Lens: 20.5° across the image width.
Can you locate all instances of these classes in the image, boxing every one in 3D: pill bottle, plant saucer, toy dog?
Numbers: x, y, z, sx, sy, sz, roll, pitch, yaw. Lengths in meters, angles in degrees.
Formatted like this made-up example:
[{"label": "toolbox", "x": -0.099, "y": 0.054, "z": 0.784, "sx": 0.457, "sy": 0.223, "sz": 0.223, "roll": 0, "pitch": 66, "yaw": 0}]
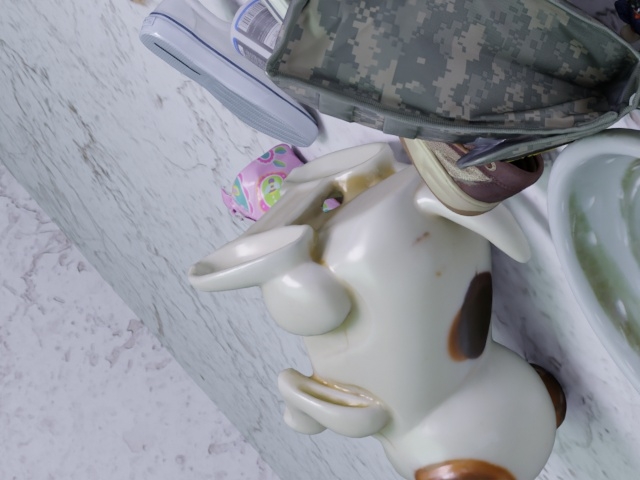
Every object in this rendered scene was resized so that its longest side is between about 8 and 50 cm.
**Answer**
[{"label": "pill bottle", "x": -0.034, "y": -0.219, "z": 2.006, "sx": 0.137, "sy": 0.078, "sz": 0.078, "roll": 38, "pitch": 157, "yaw": 41}, {"label": "plant saucer", "x": 0.359, "y": 0.056, "z": 1.481, "sx": 0.400, "sy": 0.100, "sz": 0.400, "roll": 47, "pitch": 161, "yaw": 22}, {"label": "toy dog", "x": 0.120, "y": 0.107, "z": 1.996, "sx": 0.395, "sy": 0.284, "sz": 0.408, "roll": -16, "pitch": 112, "yaw": 32}]

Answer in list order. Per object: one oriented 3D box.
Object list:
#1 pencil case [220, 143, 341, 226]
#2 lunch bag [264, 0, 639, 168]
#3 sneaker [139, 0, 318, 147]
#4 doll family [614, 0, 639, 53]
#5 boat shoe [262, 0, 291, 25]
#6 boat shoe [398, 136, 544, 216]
[{"label": "pencil case", "x": 0.000, "y": 0.000, "z": 2.260, "sx": 0.284, "sy": 0.124, "sz": 0.124, "roll": 43, "pitch": 160, "yaw": 27}, {"label": "lunch bag", "x": 0.115, "y": -0.146, "z": 1.432, "sx": 0.287, "sy": 0.169, "sz": 0.235, "roll": 17, "pitch": -176, "yaw": 1}, {"label": "sneaker", "x": -0.096, "y": -0.214, "z": 2.165, "sx": 0.258, "sy": 0.091, "sz": 0.094, "roll": 37, "pitch": 162, "yaw": -18}, {"label": "doll family", "x": 0.267, "y": -0.171, "z": 1.328, "sx": 0.193, "sy": 0.076, "sz": 0.111, "roll": 43, "pitch": 179, "yaw": 18}, {"label": "boat shoe", "x": -0.053, "y": -0.362, "z": 1.638, "sx": 0.500, "sy": 0.186, "sz": 0.156, "roll": 57, "pitch": 168, "yaw": 7}, {"label": "boat shoe", "x": 0.096, "y": -0.181, "z": 1.709, "sx": 0.342, "sy": 0.123, "sz": 0.123, "roll": 56, "pitch": 149, "yaw": -6}]
